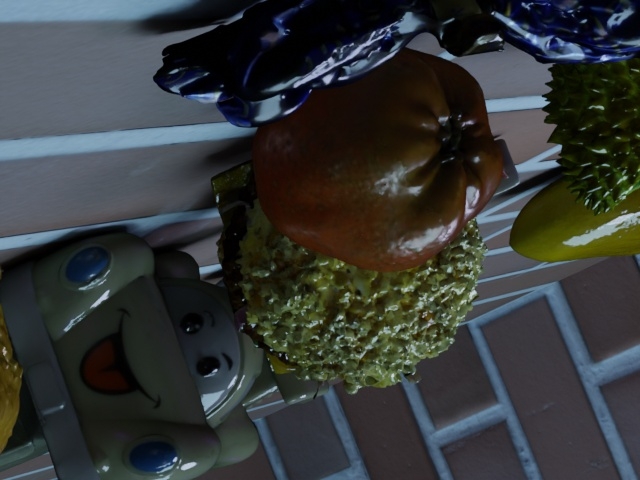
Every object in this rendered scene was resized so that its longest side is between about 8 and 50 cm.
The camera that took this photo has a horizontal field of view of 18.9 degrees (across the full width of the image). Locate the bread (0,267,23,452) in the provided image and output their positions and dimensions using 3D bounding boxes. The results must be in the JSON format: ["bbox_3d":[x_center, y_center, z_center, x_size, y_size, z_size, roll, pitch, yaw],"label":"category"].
[{"bbox_3d":[-0.387,0.122,1.417,0.337,0.204,0.358,-14,172,-15],"label":"bread"}]

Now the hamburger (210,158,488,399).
[{"bbox_3d":[0.033,0.004,1.631,0.243,0.262,0.138,-24,-163,-10],"label":"hamburger"}]

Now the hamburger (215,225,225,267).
[{"bbox_3d":[-0.006,0.000,1.795,0.182,0.118,0.191,-19,-165,-5],"label":"hamburger"}]

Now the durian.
[{"bbox_3d":[0.289,-0.131,1.605,0.200,0.176,0.237,-1,155,-40],"label":"durian"}]

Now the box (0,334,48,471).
[{"bbox_3d":[-0.383,0.176,1.914,0.231,0.155,0.149,-24,172,10],"label":"box"}]

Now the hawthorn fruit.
[{"bbox_3d":[0.039,-0.060,1.443,0.189,0.189,0.189,-21,172,-3],"label":"hawthorn fruit"}]

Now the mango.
[{"bbox_3d":[0.414,-0.051,2.535,0.331,0.142,0.195,-12,163,-35],"label":"mango"}]

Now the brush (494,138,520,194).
[{"bbox_3d":[0.057,-0.027,2.076,0.321,0.060,0.050,-24,159,12],"label":"brush"}]

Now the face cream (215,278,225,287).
[{"bbox_3d":[0.010,0.021,2.202,0.291,0.071,0.144,-27,170,35],"label":"face cream"}]

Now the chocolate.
[{"bbox_3d":[0.061,-0.146,1.206,0.343,0.126,0.148,-12,-153,-15],"label":"chocolate"}]

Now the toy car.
[{"bbox_3d":[-0.143,0.115,1.836,0.226,0.242,0.336,-20,173,8],"label":"toy car"}]
